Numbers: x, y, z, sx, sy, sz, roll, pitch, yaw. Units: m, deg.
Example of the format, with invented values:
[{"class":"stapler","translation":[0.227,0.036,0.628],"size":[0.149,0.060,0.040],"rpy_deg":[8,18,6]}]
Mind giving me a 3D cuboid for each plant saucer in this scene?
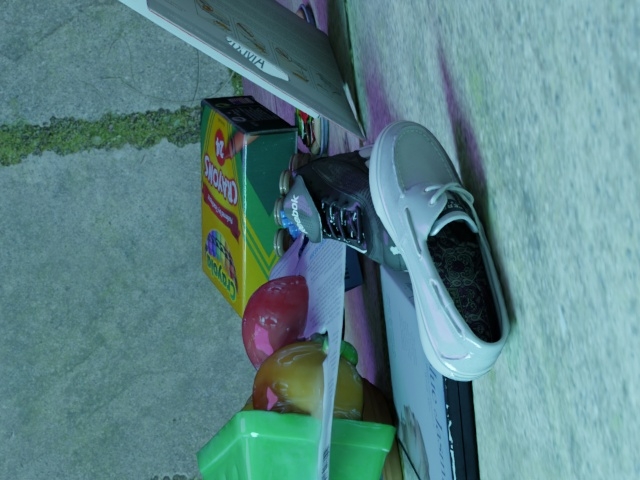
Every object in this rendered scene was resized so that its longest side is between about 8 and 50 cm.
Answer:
[{"class":"plant saucer","translation":[0.061,0.247,1.345],"size":[0.200,0.037,0.200],"rpy_deg":[172,90,-83]}]

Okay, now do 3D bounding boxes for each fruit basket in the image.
[{"class":"fruit basket","translation":[-0.014,0.143,1.220],"size":[0.327,0.165,0.353],"rpy_deg":[128,154,-63]}]

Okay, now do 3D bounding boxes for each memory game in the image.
[{"class":"memory game","translation":[-0.025,-0.025,1.568],"size":[0.186,0.012,0.186],"rpy_deg":[3,-90,-72]}]

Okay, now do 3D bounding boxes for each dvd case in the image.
[{"class":"dvd case","translation":[0.089,0.132,1.003],"size":[0.253,0.022,0.180],"rpy_deg":[-123,26,-76]}]

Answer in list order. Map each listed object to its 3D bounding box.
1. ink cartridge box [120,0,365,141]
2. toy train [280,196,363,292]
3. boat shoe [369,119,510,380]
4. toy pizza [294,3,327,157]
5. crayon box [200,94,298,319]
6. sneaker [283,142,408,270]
[{"class":"ink cartridge box","translation":[-0.091,-0.209,1.249],"size":[0.060,0.275,0.239],"rpy_deg":[-47,33,24]},{"class":"toy train","translation":[0.000,0.000,1.423],"size":[0.184,0.080,0.105],"rpy_deg":[-125,22,-77]},{"class":"boat shoe","translation":[0.078,-0.004,0.768],"size":[0.063,0.066,0.184],"rpy_deg":[123,143,-59]},{"class":"toy pizza","translation":[-0.022,-0.207,1.563],"size":[0.201,0.032,0.201],"rpy_deg":[172,90,-84]},{"class":"crayon box","translation":[-0.103,-0.025,1.676],"size":[0.202,0.081,0.318],"rpy_deg":[-140,47,-60]},{"class":"sneaker","translation":[0.024,-0.023,1.018],"size":[0.234,0.106,0.078],"rpy_deg":[-114,17,-69]}]
